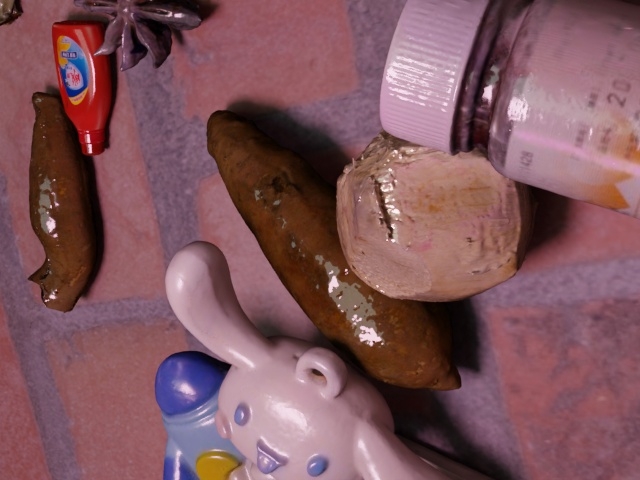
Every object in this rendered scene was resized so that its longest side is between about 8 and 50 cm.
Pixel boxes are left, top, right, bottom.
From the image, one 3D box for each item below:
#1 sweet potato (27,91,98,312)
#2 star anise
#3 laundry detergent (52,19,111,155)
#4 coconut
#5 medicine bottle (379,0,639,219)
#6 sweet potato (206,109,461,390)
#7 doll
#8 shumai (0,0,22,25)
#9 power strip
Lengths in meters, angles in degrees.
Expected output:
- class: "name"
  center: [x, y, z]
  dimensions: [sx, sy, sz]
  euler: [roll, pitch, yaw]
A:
- class: "sweet potato"
  center: [-0.341, -0.048, 1.617]
  dimensions: [0.112, 0.085, 0.286]
  euler: [1, 103, 45]
- class: "star anise"
  center: [-0.208, -0.283, 1.451]
  dimensions: [0.204, 0.061, 0.180]
  euler: [-9, 96, 42]
- class: "laundry detergent"
  center: [-0.294, -0.188, 1.562]
  dimensions: [0.097, 0.049, 0.165]
  euler: [13, 112, 45]
- class: "coconut"
  center: [0.115, -0.030, 1.175]
  dimensions: [0.194, 0.194, 0.194]
  euler: [13, 110, 38]
- class: "medicine bottle"
  center: [0.200, -0.120, 1.031]
  dimensions: [0.273, 0.165, 0.165]
  euler: [17, 114, 14]
- class: "sweet potato"
  center: [-0.003, -0.002, 1.313]
  dimensions: [0.422, 0.130, 0.130]
  euler: [47, 128, 21]
- class: "doll"
  center: [-0.059, 0.218, 1.346]
  dimensions: [0.376, 0.187, 0.365]
  euler: [58, 145, 16]
- class: "shumai"
  center: [-0.430, -0.308, 1.622]
  dimensions: [0.082, 0.083, 0.080]
  euler: [76, 170, -56]
- class: "power strip"
  center: [0.132, 0.270, 1.335]
  dimensions: [0.192, 0.035, 0.081]
  euler: [20, 117, 35]
